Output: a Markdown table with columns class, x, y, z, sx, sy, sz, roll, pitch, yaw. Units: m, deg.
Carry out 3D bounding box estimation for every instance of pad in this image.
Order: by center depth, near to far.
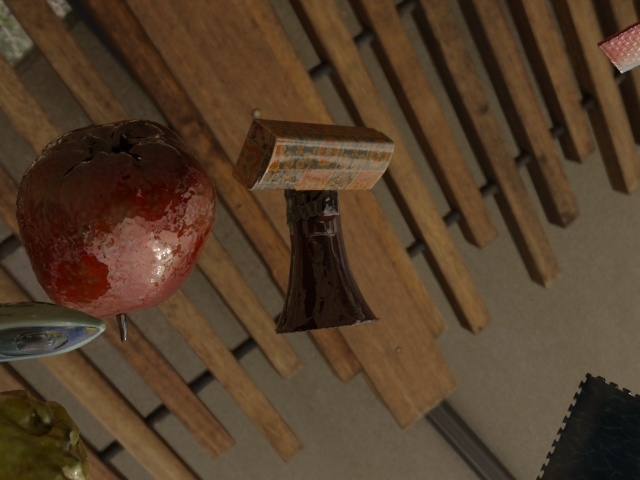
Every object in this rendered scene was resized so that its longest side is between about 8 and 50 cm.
| class | x | y | z | sx | sy | sz | roll | pitch | yaw |
| --- | --- | --- | --- | --- | --- | --- | --- | --- | --- |
| pad | 0.465 | 0.366 | 1.116 | 0.270 | 0.012 | 0.269 | 24 | -105 | 17 |

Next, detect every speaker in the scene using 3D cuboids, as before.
| class | x | y | z | sx | sy | sz | roll | pitch | yaw |
| --- | --- | --- | --- | --- | --- | --- | --- | --- | --- |
| speaker | -0.019 | 0.013 | 1.390 | 0.198 | 0.329 | 0.259 | -9 | -179 | 17 |

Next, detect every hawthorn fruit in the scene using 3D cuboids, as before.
| class | x | y | z | sx | sy | sz | roll | pitch | yaw |
| --- | --- | --- | --- | --- | --- | --- | --- | --- | --- |
| hawthorn fruit | -0.302 | 0.001 | 1.148 | 0.285 | 0.368 | 0.284 | 7 | -156 | -3 |

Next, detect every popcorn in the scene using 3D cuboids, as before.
| class | x | y | z | sx | sy | sz | roll | pitch | yaw |
| --- | --- | --- | --- | --- | --- | --- | --- | --- | --- |
| popcorn | -0.438 | 0.300 | 1.019 | 0.266 | 0.233 | 0.192 | 44 | -76 | 29 |

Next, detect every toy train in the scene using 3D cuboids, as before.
| class | x | y | z | sx | sy | sz | roll | pitch | yaw |
| --- | --- | --- | --- | --- | --- | --- | --- | --- | --- |
| toy train | -0.334 | 0.095 | 0.763 | 0.252 | 0.055 | 0.048 | -4 | -154 | 18 |

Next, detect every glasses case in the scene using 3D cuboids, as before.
| class | x | y | z | sx | sy | sz | roll | pitch | yaw |
| --- | --- | --- | --- | --- | --- | --- | --- | --- | --- |
| glasses case | -0.001 | -0.099 | 0.910 | 0.218 | 0.075 | 0.049 | -5 | -143 | -49 |

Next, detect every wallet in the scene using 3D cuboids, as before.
| class | x | y | z | sx | sy | sz | roll | pitch | yaw |
| --- | --- | --- | --- | --- | --- | --- | --- | --- | --- |
| wallet | 0.574 | -0.349 | 1.261 | 0.197 | 0.103 | 0.020 | -24 | -129 | 37 |
